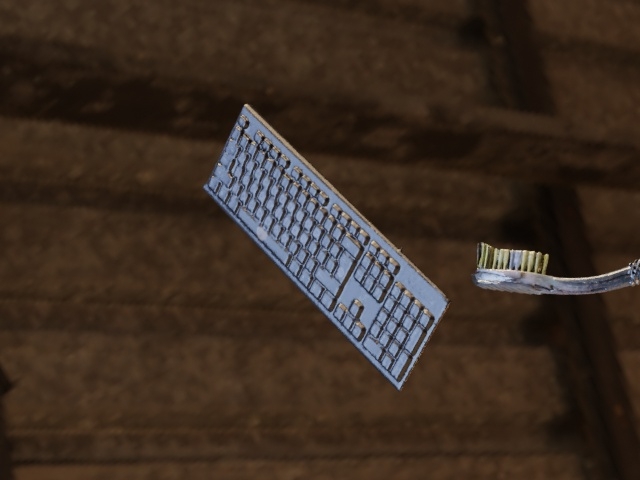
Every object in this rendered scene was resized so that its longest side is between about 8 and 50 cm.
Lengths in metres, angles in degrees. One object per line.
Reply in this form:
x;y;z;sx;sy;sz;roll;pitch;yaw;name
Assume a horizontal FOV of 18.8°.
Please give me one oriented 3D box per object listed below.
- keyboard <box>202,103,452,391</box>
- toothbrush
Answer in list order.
0.000;0.000;1.081;0.010;0.064;0.198;6;-150;-46;keyboard
0.314;0.029;1.584;0.035;0.413;0.042;24;-109;-60;toothbrush
